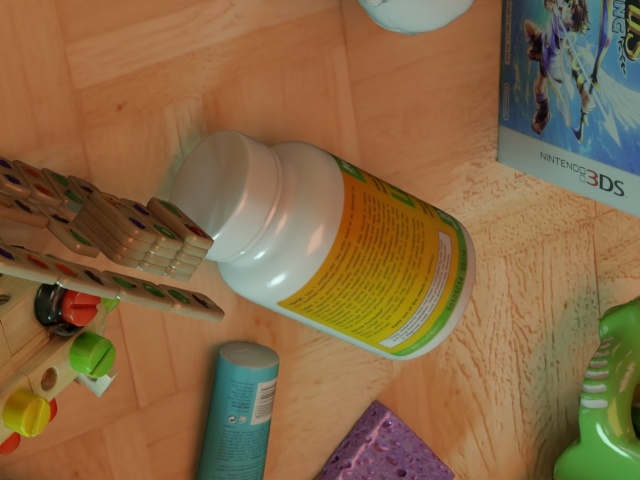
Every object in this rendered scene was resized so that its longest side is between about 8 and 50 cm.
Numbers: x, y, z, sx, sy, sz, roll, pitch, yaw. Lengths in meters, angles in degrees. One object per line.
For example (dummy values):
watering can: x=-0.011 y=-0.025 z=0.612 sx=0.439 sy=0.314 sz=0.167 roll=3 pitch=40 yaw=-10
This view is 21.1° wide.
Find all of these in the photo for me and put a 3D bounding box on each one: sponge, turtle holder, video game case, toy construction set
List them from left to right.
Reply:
toy construction set: x=-0.228 y=0.129 z=1.211 sx=0.328 sy=0.151 sz=0.215 roll=-60 pitch=150 yaw=-46
sponge: x=0.025 y=0.263 z=1.583 sx=0.210 sy=0.031 sz=0.117 roll=-50 pitch=126 yaw=-9
video game case: x=0.247 y=-0.168 z=1.453 sx=0.061 sy=0.244 sz=0.269 roll=-12 pitch=112 yaw=-30
turtle holder: x=0.346 y=0.227 z=1.692 sx=0.320 sy=0.243 sz=0.227 roll=44 pitch=58 yaw=4

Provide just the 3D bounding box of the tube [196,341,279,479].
tube: x=-0.075 y=0.191 z=1.483 sx=0.080 sy=0.052 sz=0.207 roll=-1 pitch=112 yaw=-29

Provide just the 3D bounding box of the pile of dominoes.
pile of dominoes: x=-0.181 y=-0.026 z=1.208 sx=0.251 sy=0.196 sz=0.040 roll=18 pitch=108 yaw=-54

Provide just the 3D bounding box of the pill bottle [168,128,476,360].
pill bottle: x=0.000 y=0.000 z=1.410 sx=0.245 sy=0.136 sz=0.136 roll=25 pitch=91 yaw=-37

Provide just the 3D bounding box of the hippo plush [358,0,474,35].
hippo plush: x=0.116 y=-0.273 z=1.356 sx=0.236 sy=0.294 sz=0.234 roll=-53 pitch=160 yaw=15

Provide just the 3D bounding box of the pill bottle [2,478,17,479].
pill bottle: x=-0.191 y=0.285 z=1.387 sx=0.216 sy=0.121 sz=0.121 roll=34 pitch=86 yaw=-36
